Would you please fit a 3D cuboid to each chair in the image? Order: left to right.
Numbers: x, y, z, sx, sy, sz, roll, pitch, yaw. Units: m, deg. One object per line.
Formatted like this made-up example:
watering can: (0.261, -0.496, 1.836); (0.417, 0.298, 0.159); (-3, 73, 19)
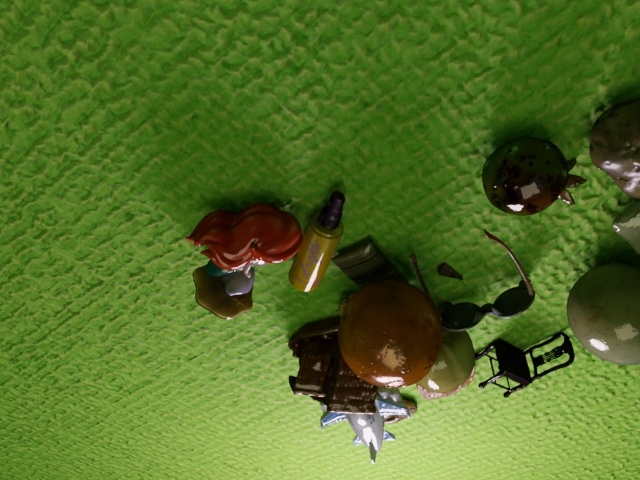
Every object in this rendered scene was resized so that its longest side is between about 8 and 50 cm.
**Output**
chair: (0.522, 0.304, 1.615); (0.113, 0.106, 0.229); (27, 129, -24)

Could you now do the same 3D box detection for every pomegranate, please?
pomegranate: (0.406, -0.108, 1.179); (0.220, 0.156, 0.156); (22, 132, -24)

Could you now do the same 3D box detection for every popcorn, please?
popcorn: (0.067, 0.173, 1.533); (0.084, 0.084, 0.084); (2, 135, 2)

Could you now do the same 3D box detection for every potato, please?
potato: (0.583, -0.166, 1.122); (0.200, 0.137, 0.154); (35, 158, -28)

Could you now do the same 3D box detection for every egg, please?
egg: (0.680, 0.169, 1.393); (0.295, 0.218, 0.218); (26, 132, -38)

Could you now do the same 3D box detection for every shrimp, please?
shrimp: (0.208, 0.535, 1.898); (0.187, 0.052, 0.132); (-24, 129, 21)

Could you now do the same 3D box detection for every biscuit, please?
biscuit: (0.347, 0.386, 1.757); (0.142, 0.029, 0.221); (19, 134, -17)

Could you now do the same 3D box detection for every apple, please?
apple: (0.289, 0.281, 1.546); (0.200, 0.200, 0.200); (2, 135, 2)

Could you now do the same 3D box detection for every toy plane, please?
toy plane: (0.125, 0.500, 1.792); (0.267, 0.122, 0.267); (4, 113, 9)

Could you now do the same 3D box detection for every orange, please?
orange: (0.153, 0.206, 1.390); (0.240, 0.240, 0.240); (2, 135, 2)

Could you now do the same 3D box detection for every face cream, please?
face cream: (0.000, 0.000, 1.355); (0.078, 0.078, 0.273); (14, 134, -10)

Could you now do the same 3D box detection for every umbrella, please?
umbrella: (0.301, 0.075, 1.457); (0.083, 0.020, 0.031); (25, 92, -20)

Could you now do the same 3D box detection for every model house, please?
model house: (0.036, 0.328, 1.583); (0.199, 0.229, 0.219); (13, 134, -18)

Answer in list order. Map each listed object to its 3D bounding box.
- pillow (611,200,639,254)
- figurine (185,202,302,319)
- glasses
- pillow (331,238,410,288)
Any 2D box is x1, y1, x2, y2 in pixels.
pillow: (0.775, -0.043, 1.269); (0.280, 0.076, 0.274); (36, 117, -24)
figurine: (-0.175, 0.026, 1.332); (0.208, 0.181, 0.257); (37, 124, 7)
glasses: (0.338, 0.074, 1.411); (0.234, 0.118, 0.268); (-18, 122, 22)
pillow: (0.124, 0.081, 1.457); (0.113, 0.038, 0.203); (-26, 129, 26)
